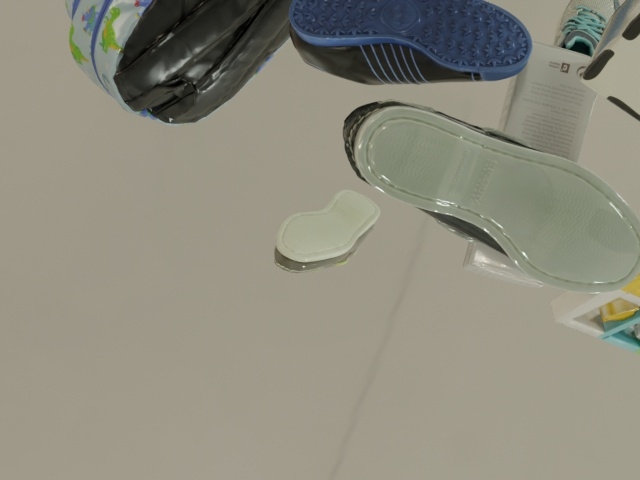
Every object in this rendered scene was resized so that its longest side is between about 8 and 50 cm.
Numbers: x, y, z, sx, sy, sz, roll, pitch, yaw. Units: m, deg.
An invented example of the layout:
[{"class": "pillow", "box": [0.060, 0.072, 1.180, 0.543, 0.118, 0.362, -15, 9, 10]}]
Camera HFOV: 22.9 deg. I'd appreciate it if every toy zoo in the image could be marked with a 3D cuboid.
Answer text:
[{"class": "toy zoo", "box": [0.409, 0.071, 1.883, 0.293, 0.192, 0.030, 21, 50, -46]}]

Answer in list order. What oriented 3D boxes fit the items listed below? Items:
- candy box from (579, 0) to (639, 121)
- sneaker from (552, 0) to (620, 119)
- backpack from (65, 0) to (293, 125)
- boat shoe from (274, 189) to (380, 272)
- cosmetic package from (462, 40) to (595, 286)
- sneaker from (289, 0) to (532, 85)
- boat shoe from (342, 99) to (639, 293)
[{"class": "candy box", "box": [0.286, -0.135, 0.943, 0.071, 0.159, 0.233, -60, -174, -37]}, {"class": "sneaker", "box": [0.388, -0.276, 2.301, 0.122, 0.110, 0.283, 93, 16, -61]}, {"class": "backpack", "box": [-0.151, -0.314, 1.975, 0.290, 0.273, 0.356, 28, 90, -56]}, {"class": "boat shoe", "box": [0.004, 0.003, 2.603, 0.305, 0.109, 0.091, -33, 155, -60]}, {"class": "cosmetic package", "box": [0.210, -0.073, 1.587, 0.117, 0.085, 0.231, 60, 46, -87]}, {"class": "sneaker", "box": [0.085, -0.187, 1.503, 0.090, 0.232, 0.081, 77, 26, -70]}, {"class": "boat shoe", "box": [0.159, -0.048, 1.429, 0.114, 0.302, 0.091, -58, -162, 7]}]
